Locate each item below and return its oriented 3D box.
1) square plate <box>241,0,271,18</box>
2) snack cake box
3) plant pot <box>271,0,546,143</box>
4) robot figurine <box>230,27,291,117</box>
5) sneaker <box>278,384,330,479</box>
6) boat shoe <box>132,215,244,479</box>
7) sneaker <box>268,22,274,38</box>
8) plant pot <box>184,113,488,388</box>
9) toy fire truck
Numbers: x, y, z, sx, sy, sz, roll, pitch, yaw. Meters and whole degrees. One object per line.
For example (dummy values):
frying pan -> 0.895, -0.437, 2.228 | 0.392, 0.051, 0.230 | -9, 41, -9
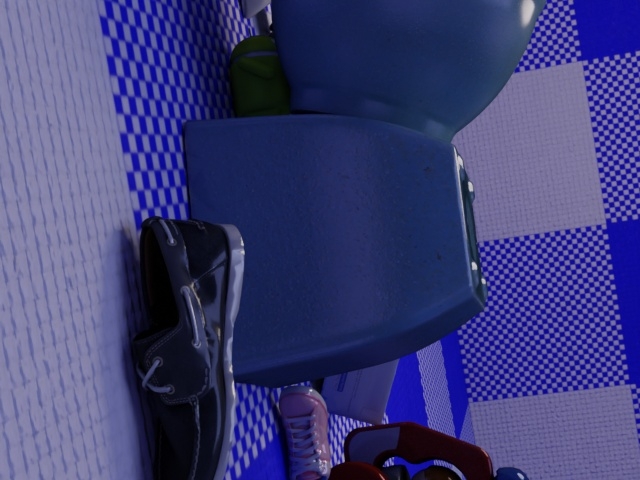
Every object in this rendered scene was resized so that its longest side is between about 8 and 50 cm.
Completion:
square plate -> -0.023, -0.495, 1.303 | 0.344, 0.049, 0.347 | -53, 147, -52
snack cake box -> 0.072, 0.116, 1.422 | 0.264, 0.089, 0.152 | -64, 168, -69
plant pot -> 0.074, -0.203, 1.101 | 0.293, 0.293, 0.196 | 21, 84, -76
robot figurine -> -0.066, -0.176, 1.162 | 0.101, 0.067, 0.115 | 25, 57, -74
sneaker -> -0.015, 0.222, 1.151 | 0.070, 0.051, 0.134 | -92, 173, -47
boat shoe -> -0.111, 0.096, 0.797 | 0.079, 0.084, 0.233 | 12, 73, -36
sneaker -> -0.011, -0.220, 1.395 | 0.104, 0.147, 0.296 | -84, -167, -62
plant pot -> 0.031, 0.006, 1.047 | 0.248, 0.252, 0.247 | 37, 45, -74
toy fire truck -> 0.136, 0.371, 1.265 | 0.169, 0.254, 0.302 | 47, 36, -69
